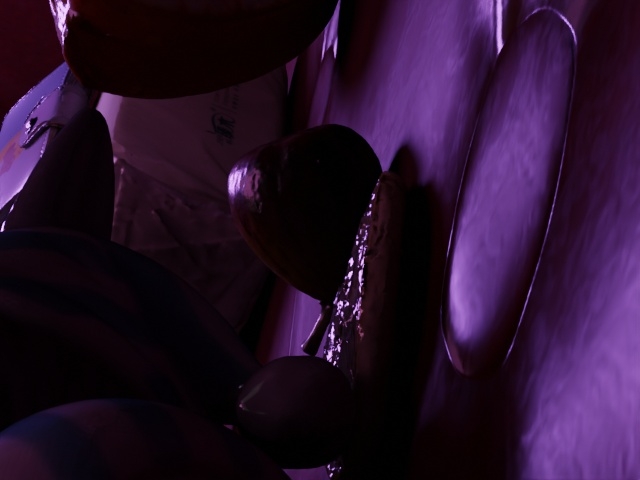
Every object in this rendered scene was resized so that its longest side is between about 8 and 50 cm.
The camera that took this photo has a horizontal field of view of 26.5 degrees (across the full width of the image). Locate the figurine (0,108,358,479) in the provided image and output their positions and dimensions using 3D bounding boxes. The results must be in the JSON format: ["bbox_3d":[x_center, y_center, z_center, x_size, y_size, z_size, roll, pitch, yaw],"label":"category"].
[{"bbox_3d":[-0.130,0.068,0.581,0.361,0.266,0.378,-28,48,37],"label":"figurine"}]

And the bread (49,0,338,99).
[{"bbox_3d":[-0.116,-0.288,1.158,0.328,0.295,0.114,64,157,20],"label":"bread"}]

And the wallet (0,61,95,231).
[{"bbox_3d":[-0.299,-0.090,1.443,0.170,0.069,0.231,-40,31,31],"label":"wallet"}]

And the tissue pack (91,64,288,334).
[{"bbox_3d":[-0.167,-0.033,1.432,0.380,0.207,0.297,-91,26,-58],"label":"tissue pack"}]

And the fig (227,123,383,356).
[{"bbox_3d":[0.000,0.000,0.764,0.089,0.088,0.125,-152,47,-82],"label":"fig"}]

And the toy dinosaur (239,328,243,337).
[{"bbox_3d":[-0.115,0.118,1.503,0.080,0.045,0.197,-67,10,-14],"label":"toy dinosaur"}]

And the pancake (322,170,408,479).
[{"bbox_3d":[0.022,0.042,0.668,0.158,0.028,0.158,-170,90,-85],"label":"pancake"}]
